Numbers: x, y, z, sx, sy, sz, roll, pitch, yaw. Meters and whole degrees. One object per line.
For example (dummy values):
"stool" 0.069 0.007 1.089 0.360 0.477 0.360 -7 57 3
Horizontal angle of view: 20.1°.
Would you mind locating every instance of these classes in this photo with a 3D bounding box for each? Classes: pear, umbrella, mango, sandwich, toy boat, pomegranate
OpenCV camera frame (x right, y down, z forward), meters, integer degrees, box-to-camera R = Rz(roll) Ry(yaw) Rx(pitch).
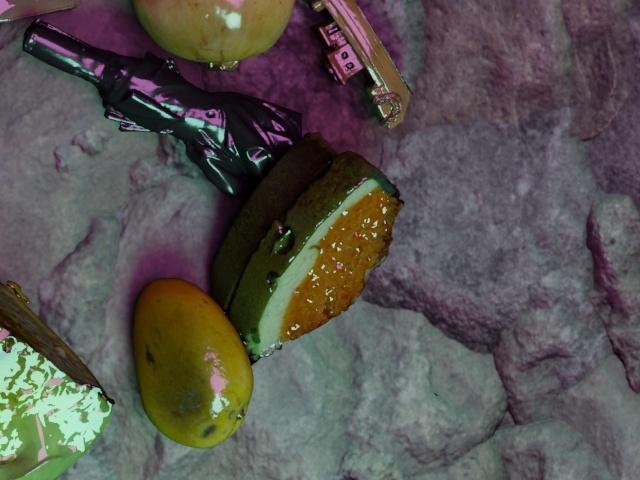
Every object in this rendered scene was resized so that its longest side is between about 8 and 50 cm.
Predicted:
"pear" -0.435 0.157 1.810 0.342 0.238 0.318 41 89 -27
"umbrella" -0.170 -0.150 1.972 0.340 0.118 0.118 26 82 -24
"mango" -0.149 0.134 1.993 0.195 0.137 0.098 63 26 3
"sandwich" -0.004 -0.005 2.014 0.212 0.109 0.292 -19 146 -34
"toy boat" 0.034 -0.220 2.090 0.072 0.064 0.206 -34 106 -1
"pomegranate" -0.116 -0.277 1.945 0.191 0.191 0.191 -2 94 -25

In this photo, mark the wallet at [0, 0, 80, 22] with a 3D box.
"wallet" -0.327 -0.311 1.923 0.118 0.039 0.152 -13 96 -26
